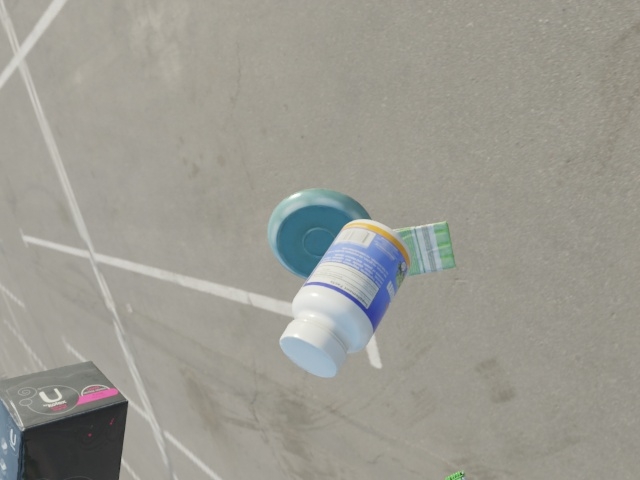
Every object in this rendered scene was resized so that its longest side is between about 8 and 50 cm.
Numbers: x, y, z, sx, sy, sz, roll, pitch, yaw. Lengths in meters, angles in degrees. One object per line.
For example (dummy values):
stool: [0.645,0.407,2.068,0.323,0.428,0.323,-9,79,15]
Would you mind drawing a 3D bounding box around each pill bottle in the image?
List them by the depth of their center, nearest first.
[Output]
pill bottle: [0.044,0.103,1.008,0.152,0.272,0.152,23,145,17]

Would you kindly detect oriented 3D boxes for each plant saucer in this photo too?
plant saucer: [0.000,0.000,1.629,0.318,0.043,0.317,3,121,5]

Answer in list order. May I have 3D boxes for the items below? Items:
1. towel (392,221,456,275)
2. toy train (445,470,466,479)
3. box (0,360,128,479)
towel: [0.222,0.021,1.281,0.152,0.023,0.113,-10,102,17]
toy train: [0.324,0.571,1.350,0.083,0.017,0.023,116,142,-53]
box: [-0.432,0.361,0.921,0.143,0.165,0.270,26,112,40]
